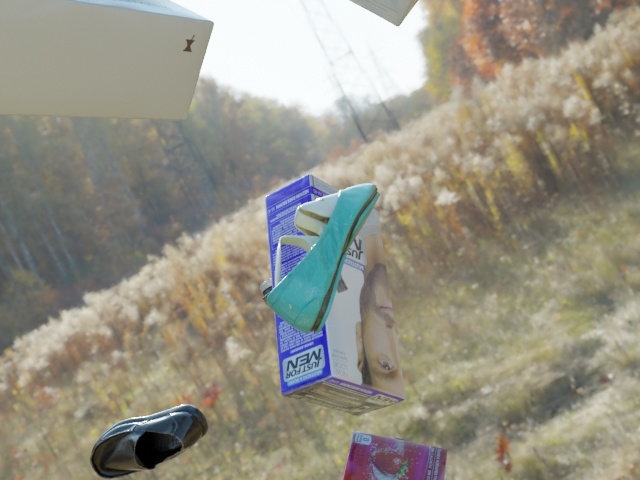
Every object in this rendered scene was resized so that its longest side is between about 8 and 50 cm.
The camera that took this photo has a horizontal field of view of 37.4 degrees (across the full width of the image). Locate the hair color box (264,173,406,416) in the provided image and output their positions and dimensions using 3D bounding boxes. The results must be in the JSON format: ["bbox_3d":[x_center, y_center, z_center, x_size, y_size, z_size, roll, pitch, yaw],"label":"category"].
[{"bbox_3d":[0.021,0.086,1.474,0.110,0.339,0.185,-24,-32,33],"label":"hair color box"}]

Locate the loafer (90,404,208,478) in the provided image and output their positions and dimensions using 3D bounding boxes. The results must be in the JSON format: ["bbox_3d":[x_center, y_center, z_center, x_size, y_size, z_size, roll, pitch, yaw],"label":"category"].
[{"bbox_3d":[-0.278,0.316,1.459,0.220,0.080,0.078,-28,8,24],"label":"loafer"}]

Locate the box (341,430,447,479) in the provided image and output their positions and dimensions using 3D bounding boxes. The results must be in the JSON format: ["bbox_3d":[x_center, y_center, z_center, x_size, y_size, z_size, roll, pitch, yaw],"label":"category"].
[{"bbox_3d":[0.069,0.367,1.101,0.122,0.128,0.257,11,42,6],"label":"box"}]

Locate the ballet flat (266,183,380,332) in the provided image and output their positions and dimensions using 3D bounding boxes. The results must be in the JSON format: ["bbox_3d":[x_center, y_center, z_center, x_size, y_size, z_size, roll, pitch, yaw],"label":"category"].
[{"bbox_3d":[0.000,0.000,1.115,0.083,0.087,0.247,-61,3,47],"label":"ballet flat"}]

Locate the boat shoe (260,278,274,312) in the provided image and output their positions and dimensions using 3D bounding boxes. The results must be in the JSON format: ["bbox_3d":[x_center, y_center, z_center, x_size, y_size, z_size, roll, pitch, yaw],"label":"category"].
[{"bbox_3d":[-0.047,0.118,1.620,0.075,0.065,0.206,-27,-22,6],"label":"boat shoe"}]

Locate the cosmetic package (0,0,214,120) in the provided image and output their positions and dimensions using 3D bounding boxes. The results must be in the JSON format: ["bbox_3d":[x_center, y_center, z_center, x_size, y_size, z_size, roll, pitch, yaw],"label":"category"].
[{"bbox_3d":[-0.310,-0.184,0.686,0.377,0.284,0.097,-7,-59,-52],"label":"cosmetic package"}]

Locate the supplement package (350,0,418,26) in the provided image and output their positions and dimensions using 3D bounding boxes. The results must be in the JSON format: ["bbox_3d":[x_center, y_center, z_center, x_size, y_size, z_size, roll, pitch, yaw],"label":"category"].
[{"bbox_3d":[0.082,-0.353,0.883,0.244,0.134,0.139,-63,-2,39],"label":"supplement package"}]
